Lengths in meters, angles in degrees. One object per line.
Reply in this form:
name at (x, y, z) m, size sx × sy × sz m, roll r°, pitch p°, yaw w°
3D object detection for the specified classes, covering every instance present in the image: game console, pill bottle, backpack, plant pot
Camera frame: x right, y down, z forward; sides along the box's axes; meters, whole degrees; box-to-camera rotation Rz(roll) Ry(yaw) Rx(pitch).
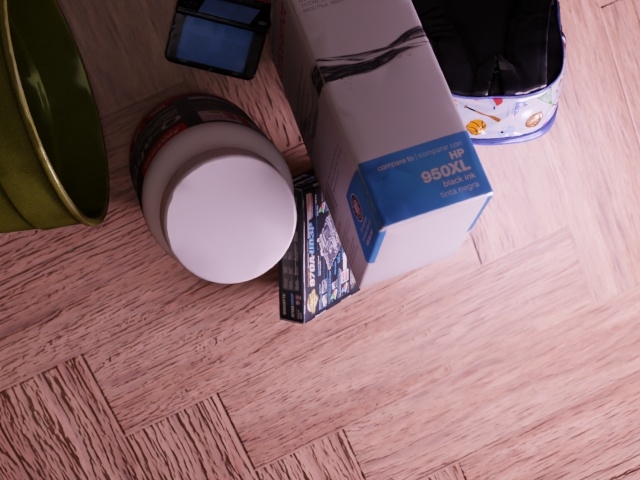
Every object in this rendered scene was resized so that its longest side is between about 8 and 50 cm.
game console at (-0.145, -0.308, 1.670) m, size 0.144 × 0.124 × 0.085 m, roll 11°, pitch 78°, yaw -17°
pill bottle at (-0.153, -0.079, 1.587) m, size 0.210 × 0.363 × 0.210 m, roll -4°, pitch 108°, yaw -13°
backpack at (0.239, -0.257, 1.669) m, size 0.277 × 0.263 × 0.213 m, roll -4°, pitch 134°, yaw 6°
plant pot at (-0.513, -0.153, 1.511) m, size 0.353 × 0.366 × 0.366 m, roll -15°, pitch 111°, yaw 4°

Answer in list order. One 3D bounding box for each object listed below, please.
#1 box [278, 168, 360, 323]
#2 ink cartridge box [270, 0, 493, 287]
box at (0.000, 0.000, 1.763) m, size 0.175 × 0.051 × 0.220 m, roll -28°, pitch 122°, yaw -53°
ink cartridge box at (0.069, -0.170, 1.568) m, size 0.166 × 0.285 × 0.394 m, roll -19°, pitch 75°, yaw -9°
